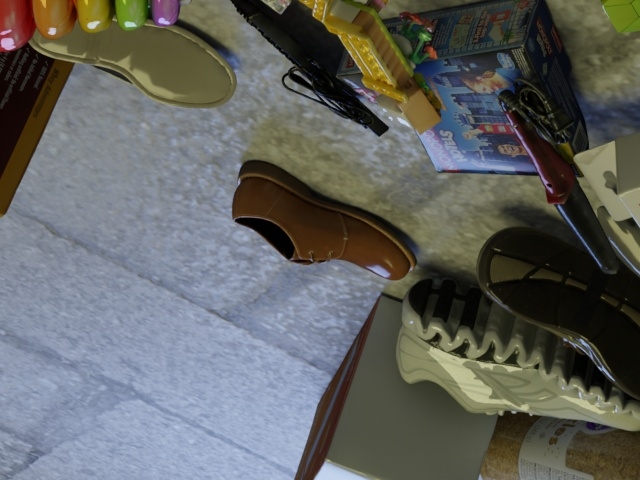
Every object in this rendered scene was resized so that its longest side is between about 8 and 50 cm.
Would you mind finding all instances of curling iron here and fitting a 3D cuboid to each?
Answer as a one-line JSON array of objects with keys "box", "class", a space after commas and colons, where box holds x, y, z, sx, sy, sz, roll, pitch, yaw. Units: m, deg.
[{"box": [0.215, -0.046, 1.732, 0.068, 0.035, 0.274, 41, 169, 40], "class": "curling iron"}]

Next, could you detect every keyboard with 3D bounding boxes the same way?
[{"box": [-0.017, -0.150, 1.784, 0.192, 0.038, 0.100, 39, -176, -33], "class": "keyboard"}]

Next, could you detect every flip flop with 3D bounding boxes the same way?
[{"box": [0.266, 0.070, 1.993, 0.277, 0.112, 0.080, 28, 176, -21], "class": "flip flop"}]

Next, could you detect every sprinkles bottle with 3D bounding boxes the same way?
[{"box": [0.311, 0.251, 2.142, 0.121, 0.121, 0.355, 35, 166, -27], "class": "sprinkles bottle"}]

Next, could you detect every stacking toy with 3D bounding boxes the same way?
[{"box": [-0.164, -0.238, 1.687, 0.301, 0.166, 0.175, 3, 146, -2], "class": "stacking toy"}]

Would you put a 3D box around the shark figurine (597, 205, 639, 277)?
[{"box": [0.396, 0.057, 1.869, 0.278, 0.116, 0.166, 11, 152, 19], "class": "shark figurine"}]

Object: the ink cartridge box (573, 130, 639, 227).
[{"box": [0.330, -0.048, 1.716, 0.198, 0.067, 0.115, -16, 139, 24], "class": "ink cartridge box"}]

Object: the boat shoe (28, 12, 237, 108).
[{"box": [-0.177, -0.183, 1.873, 0.206, 0.075, 0.065, 18, -165, -9], "class": "boat shoe"}]

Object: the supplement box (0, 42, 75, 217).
[{"box": [-0.378, -0.135, 1.919, 0.194, 0.191, 0.129, 35, 148, -26], "class": "supplement box"}]

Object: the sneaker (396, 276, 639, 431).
[{"box": [0.217, 0.139, 2.097, 0.292, 0.110, 0.118, 21, 124, 8], "class": "sneaker"}]

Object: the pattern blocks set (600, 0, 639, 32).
[{"box": [0.332, -0.213, 1.385, 0.285, 0.026, 0.325, -25, 152, 21], "class": "pattern blocks set"}]

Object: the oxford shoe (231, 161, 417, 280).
[{"box": [0.000, 0.000, 2.050, 0.212, 0.076, 0.076, 25, 149, -14], "class": "oxford shoe"}]

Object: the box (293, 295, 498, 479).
[{"box": [0.077, 0.247, 2.286, 0.168, 0.215, 0.345, 21, 151, -3], "class": "box"}]

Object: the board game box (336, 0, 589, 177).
[{"box": [0.124, -0.136, 1.749, 0.194, 0.060, 0.194, 4, 149, 27], "class": "board game box"}]

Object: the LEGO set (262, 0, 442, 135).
[{"box": [0.026, -0.213, 1.615, 0.287, 0.107, 0.132, 39, 166, -18], "class": "LEGO set"}]
